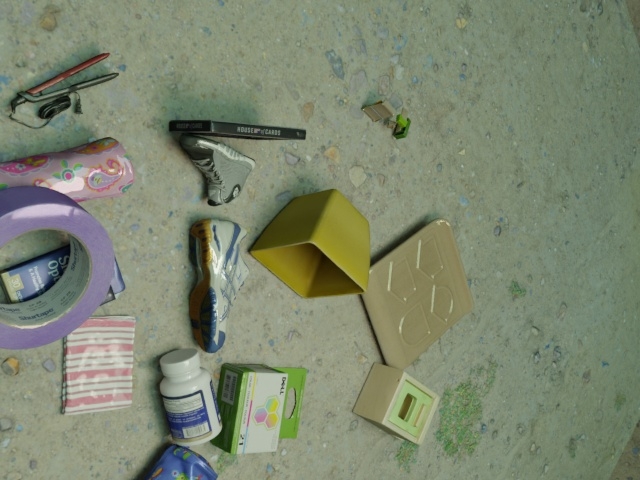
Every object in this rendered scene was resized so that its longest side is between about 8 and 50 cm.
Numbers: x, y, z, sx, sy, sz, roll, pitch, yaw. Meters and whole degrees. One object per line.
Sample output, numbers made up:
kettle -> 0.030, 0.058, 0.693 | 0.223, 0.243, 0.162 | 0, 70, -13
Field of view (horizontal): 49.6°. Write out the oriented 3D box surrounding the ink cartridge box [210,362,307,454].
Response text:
ink cartridge box -> -0.117, 0.397, 1.646 | 0.255, 0.097, 0.189 | 10, 87, -39

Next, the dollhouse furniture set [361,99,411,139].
dollhouse furniture set -> 0.186, -0.340, 1.861 | 0.151, 0.076, 0.059 | 37, 58, -37

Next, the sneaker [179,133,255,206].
sneaker -> -0.230, -0.142, 1.496 | 0.228, 0.086, 0.132 | 19, 89, -57

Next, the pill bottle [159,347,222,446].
pill bottle -> -0.284, 0.334, 1.492 | 0.112, 0.112, 0.187 | -20, 106, -37

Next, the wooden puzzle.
wooden puzzle -> 0.266, 0.147, 1.963 | 0.347, 0.080, 0.322 | -32, 112, -29

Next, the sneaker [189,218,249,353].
sneaker -> -0.212, 0.100, 1.535 | 0.130, 0.111, 0.297 | -1, 95, -40

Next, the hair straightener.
hair straightener -> -0.483, -0.275, 1.321 | 0.230, 0.047, 0.089 | -38, 116, -31

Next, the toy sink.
toy sink -> 0.230, 0.464, 1.917 | 0.234, 0.131, 0.153 | 40, 70, -35

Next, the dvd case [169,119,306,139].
dvd case -> -0.178, -0.237, 1.492 | 0.238, 0.179, 0.030 | -2, 98, -39

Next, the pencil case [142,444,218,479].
pencil case -> -0.359, 0.563, 1.445 | 0.306, 0.119, 0.133 | -45, 111, -28

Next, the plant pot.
plant pot -> 0.000, 0.000, 1.654 | 0.212, 0.212, 0.187 | 44, 54, -33

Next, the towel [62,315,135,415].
towel -> -0.447, 0.253, 1.405 | 0.144, 0.029, 0.197 | 1, 93, -39

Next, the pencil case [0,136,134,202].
pencil case -> -0.493, -0.106, 1.278 | 0.284, 0.124, 0.124 | -23, 108, -36

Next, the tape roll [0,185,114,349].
tape roll -> -0.504, 0.048, 1.201 | 0.274, 0.090, 0.275 | -25, 130, -34

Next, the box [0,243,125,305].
box -> -0.493, 0.082, 1.350 | 0.225, 0.036, 0.137 | -27, 110, -36
